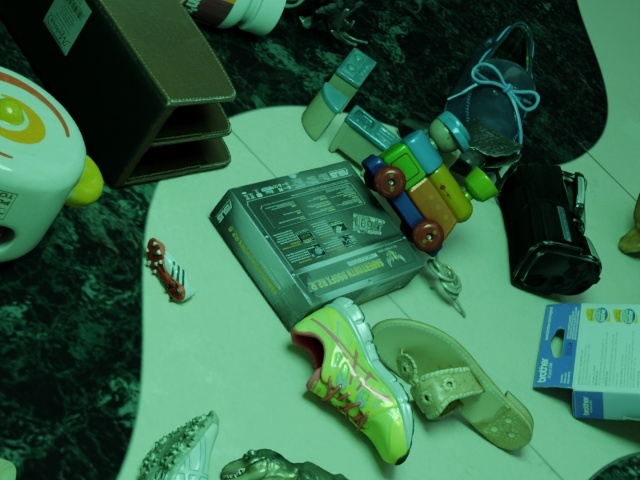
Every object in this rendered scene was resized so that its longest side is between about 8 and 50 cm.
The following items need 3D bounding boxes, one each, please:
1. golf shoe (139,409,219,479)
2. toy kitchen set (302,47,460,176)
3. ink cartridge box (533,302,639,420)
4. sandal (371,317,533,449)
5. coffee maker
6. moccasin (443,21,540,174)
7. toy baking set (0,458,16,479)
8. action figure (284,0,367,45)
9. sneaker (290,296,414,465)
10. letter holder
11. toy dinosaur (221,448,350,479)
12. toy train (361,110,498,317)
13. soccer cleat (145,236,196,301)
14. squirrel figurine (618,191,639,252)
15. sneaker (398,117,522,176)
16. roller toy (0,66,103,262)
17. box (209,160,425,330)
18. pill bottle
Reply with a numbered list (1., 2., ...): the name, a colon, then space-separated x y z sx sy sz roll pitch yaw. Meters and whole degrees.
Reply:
1. golf shoe: -0.137 0.245 1.213 0.086 0.069 0.176 53 39 -16
2. toy kitchen set: 0.102 -0.178 1.750 0.207 0.122 0.166 37 39 -3
3. ink cartridge box: 0.452 0.163 1.658 0.311 0.065 0.186 2 37 15
4. sandal: 0.157 0.186 1.469 0.240 0.088 0.079 37 32 -11
5. coffee maker: 0.311 -0.015 1.784 0.171 0.120 0.178 -2 44 3
6. moccasin: 0.273 -0.245 1.955 0.137 0.117 0.342 27 40 -15
7. toy baking set: -0.353 0.257 1.038 0.256 0.030 0.197 -4 55 -41
8. action figure: -0.025 -0.411 1.870 0.164 0.141 0.276 -26 97 -57
9. sneaker: 0.031 0.169 1.405 0.094 0.081 0.208 -16 62 -28
10. letter holder: -0.219 -0.238 1.531 0.214 0.152 0.302 -14 62 -47
11. toy dinosaur: 0.027 0.292 1.288 0.268 0.064 0.118 23 35 -24
12. toy train: 0.177 -0.038 1.632 0.248 0.143 0.105 54 -1 -10
13. soccer cleat: -0.171 0.033 1.405 0.035 0.029 0.083 -9 61 -53
14. squirrel figurine: 0.651 0.033 1.878 0.370 0.281 0.397 33 36 2
15. sneaker: 0.204 -0.148 1.811 0.170 0.051 0.089 34 60 25
16. roller toy: -0.345 -0.085 1.264 0.209 0.146 0.191 43 30 7
17. box: 0.000 0.000 1.548 0.231 0.056 0.183 -18 66 -47
18. pill bottle: -0.163 -0.367 1.722 0.221 0.121 0.121 15 44 -27
